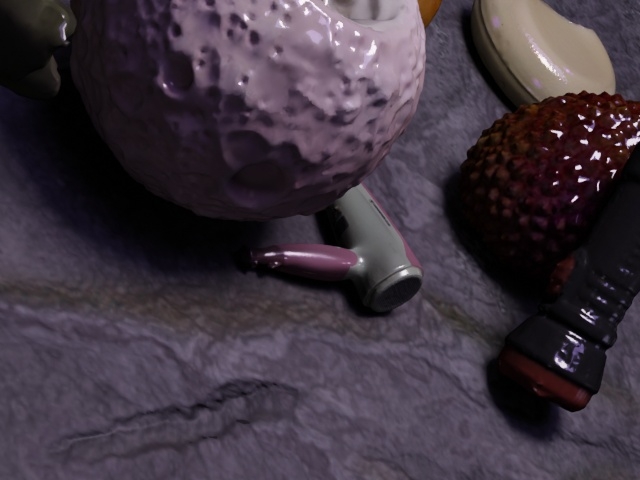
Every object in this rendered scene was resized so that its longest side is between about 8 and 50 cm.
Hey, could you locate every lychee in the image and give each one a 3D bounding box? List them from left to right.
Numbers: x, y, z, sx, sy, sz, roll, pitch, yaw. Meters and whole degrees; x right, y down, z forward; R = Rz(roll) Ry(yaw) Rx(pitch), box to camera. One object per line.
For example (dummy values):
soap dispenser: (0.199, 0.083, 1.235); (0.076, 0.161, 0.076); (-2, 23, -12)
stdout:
lychee: (0.230, -0.050, 1.422); (0.188, 0.188, 0.188); (28, 39, -25)

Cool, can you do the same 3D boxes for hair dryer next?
hair dryer: (0.001, 0.005, 1.244); (0.154, 0.054, 0.106); (-6, 56, -44)

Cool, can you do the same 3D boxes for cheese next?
cheese: (0.239, -0.149, 1.621); (0.163, 0.071, 0.249); (16, 46, -37)

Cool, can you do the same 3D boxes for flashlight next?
flashlight: (0.232, 0.024, 1.311); (0.093, 0.232, 0.093); (29, 2, -1)

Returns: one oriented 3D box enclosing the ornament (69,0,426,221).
ornament: (-0.058, -0.136, 1.161); (0.259, 0.225, 0.259); (28, 38, -25)

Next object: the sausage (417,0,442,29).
sausage: (0.034, -0.189, 1.423); (0.109, 0.109, 0.270); (44, 36, -5)

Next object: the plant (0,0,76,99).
plant: (-0.289, -0.190, 0.980); (0.312, 0.215, 0.213); (25, 44, -20)
